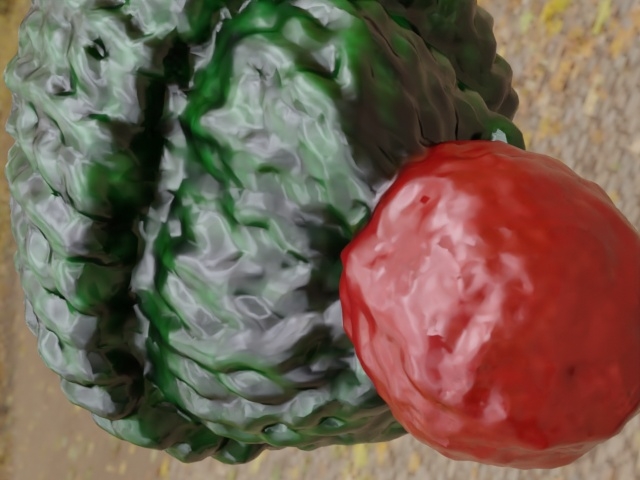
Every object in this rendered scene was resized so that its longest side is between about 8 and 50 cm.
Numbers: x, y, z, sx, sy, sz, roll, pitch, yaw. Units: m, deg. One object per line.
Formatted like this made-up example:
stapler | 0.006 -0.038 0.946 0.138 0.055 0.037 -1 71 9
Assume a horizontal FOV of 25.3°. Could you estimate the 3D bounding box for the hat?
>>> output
hat | 0.000 0.000 0.600 0.332 0.242 0.274 42 152 53
